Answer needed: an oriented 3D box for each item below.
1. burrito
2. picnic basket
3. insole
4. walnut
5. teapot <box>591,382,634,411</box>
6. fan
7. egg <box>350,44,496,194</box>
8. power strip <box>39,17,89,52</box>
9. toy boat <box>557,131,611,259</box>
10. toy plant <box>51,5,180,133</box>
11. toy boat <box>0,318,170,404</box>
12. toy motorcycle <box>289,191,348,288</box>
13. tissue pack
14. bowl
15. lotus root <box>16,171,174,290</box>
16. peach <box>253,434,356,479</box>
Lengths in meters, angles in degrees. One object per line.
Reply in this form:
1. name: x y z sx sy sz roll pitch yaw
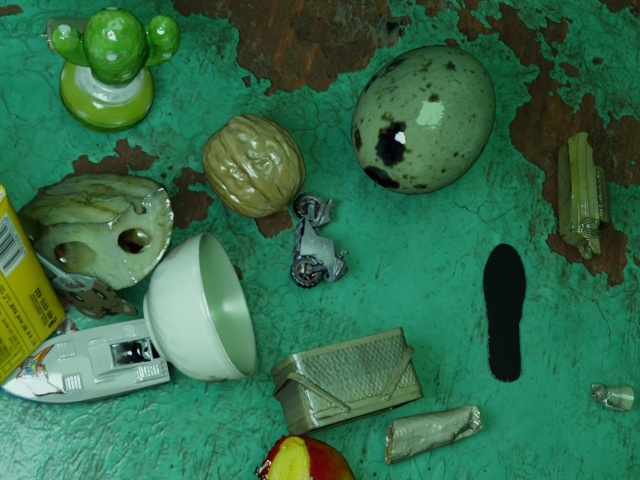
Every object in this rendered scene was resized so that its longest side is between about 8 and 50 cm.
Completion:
1. burrito: 0.220 0.378 1.653 0.226 0.060 0.087 -9 78 -22
2. picnic basket: 0.050 0.270 1.574 0.267 0.165 0.139 -11 74 -24
3. insole: 0.407 0.155 1.835 0.109 0.007 0.322 11 68 -14
4. walnut: -0.130 -0.144 1.658 0.213 0.213 0.213 7 68 -17
5. teapot: 0.640 0.344 1.822 0.083 0.057 0.067 13 41 -7
6. fan: -0.431 0.073 1.442 0.226 0.152 0.008 47 49 -35
7. egg: 0.223 -0.264 1.769 0.287 0.287 0.379 33 58 -6
8. power strip: -0.493 -0.423 1.716 0.169 0.028 0.076 -5 73 -23
9. toy boat: 0.627 -0.107 1.964 0.115 0.089 0.310 7 68 -8
10. toy plant: -0.393 -0.339 1.560 0.224 0.316 0.184 -1 71 -22
11. toy boat: -0.417 0.222 1.466 0.295 0.088 0.129 -9 74 -23
12. toy motorcycle: 0.000 0.000 1.707 0.122 0.080 0.215 10 63 -16
13. tissue pack: -0.594 0.071 1.281 0.228 0.382 0.293 30 61 18
14. bowl: -0.226 0.133 1.494 0.145 0.277 0.277 -20 76 8
15. lotus root: -0.405 -0.015 1.495 0.210 0.314 0.142 -50 134 -37
16. peach: -0.028 0.457 1.463 0.196 0.190 0.226 -26 90 -8
